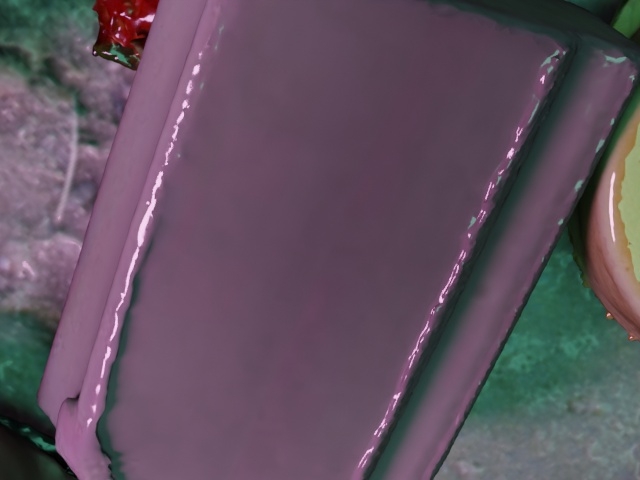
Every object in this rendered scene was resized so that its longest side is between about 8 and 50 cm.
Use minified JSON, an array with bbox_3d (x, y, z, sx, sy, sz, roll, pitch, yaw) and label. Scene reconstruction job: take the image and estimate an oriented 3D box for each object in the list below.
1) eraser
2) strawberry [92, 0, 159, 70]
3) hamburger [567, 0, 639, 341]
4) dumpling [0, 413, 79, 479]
[{"bbox_3d":[0.000,0.000,0.784,0.272,0.122,0.359,11,116,-27],"label":"eraser"},{"bbox_3d":[-0.051,-0.181,0.788,0.167,0.087,0.208,16,103,-11],"label":"strawberry"},{"bbox_3d":[0.303,-0.043,0.828,0.302,0.170,0.302,1,105,4],"label":"hamburger"},{"bbox_3d":[-0.279,0.180,0.812,0.293,0.204,0.163,8,95,-1],"label":"dumpling"}]
